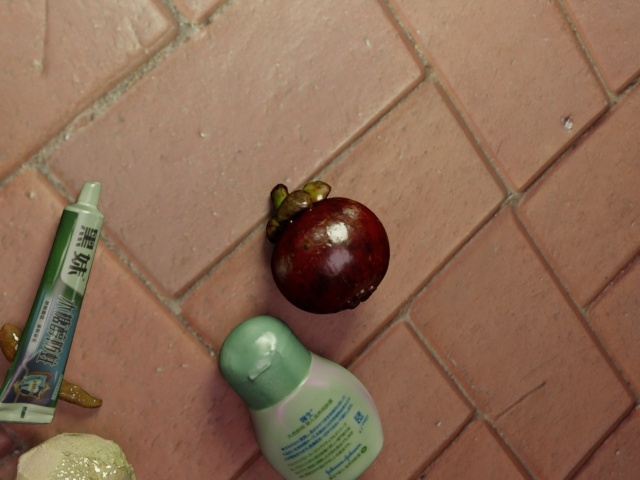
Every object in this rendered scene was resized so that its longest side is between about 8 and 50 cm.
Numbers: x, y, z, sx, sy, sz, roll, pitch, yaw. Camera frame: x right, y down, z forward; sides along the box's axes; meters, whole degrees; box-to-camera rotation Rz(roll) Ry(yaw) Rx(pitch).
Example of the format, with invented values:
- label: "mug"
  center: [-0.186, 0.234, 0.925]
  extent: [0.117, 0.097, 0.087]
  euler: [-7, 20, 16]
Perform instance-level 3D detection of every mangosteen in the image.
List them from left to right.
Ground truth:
- label: "mangosteen"
  center: [0.000, 0.000, 1.127]
  extent: [0.215, 0.215, 0.258]
  euler: [-28, 73, -15]

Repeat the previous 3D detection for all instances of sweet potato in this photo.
- label: "sweet potato"
  center: [-0.444, 0.219, 1.062]
  extent: [0.050, 0.050, 0.214]
  euler: [-42, 115, -10]

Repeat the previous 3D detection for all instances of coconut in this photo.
- label: "coconut"
  center: [-0.404, 0.401, 1.043]
  extent: [0.194, 0.194, 0.195]
  euler: [-4, 101, -21]

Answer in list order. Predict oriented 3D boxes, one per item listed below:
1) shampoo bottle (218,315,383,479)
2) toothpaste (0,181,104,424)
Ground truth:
- label: "shampoo bottle"
  center: [-0.045, 0.285, 1.172]
  extent: [0.221, 0.151, 0.350]
  euler: [-39, 111, -5]
- label: "toothpaste"
  center: [-0.411, 0.094, 1.018]
  extent: [0.098, 0.061, 0.393]
  euler: [20, 82, -43]
